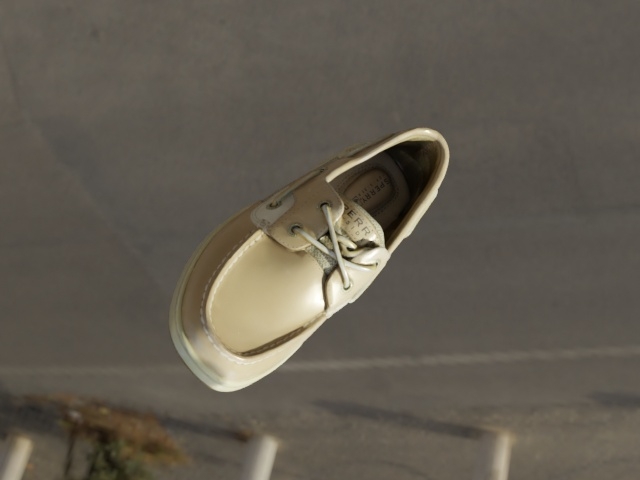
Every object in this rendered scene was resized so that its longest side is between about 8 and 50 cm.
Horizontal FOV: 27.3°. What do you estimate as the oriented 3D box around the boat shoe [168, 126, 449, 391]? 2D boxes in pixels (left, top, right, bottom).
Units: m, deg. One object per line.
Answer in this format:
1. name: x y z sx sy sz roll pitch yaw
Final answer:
1. boat shoe: 0.000 0.000 0.999 0.098 0.302 0.109 -30 99 45
